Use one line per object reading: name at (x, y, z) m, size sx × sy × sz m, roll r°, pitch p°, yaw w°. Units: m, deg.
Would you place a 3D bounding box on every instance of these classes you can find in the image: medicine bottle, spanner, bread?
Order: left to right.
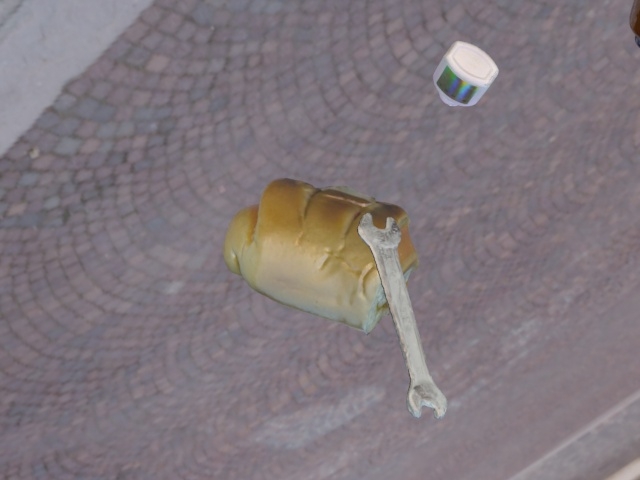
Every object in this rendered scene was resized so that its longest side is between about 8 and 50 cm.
bread at (0.000, 0.000, 1.713) m, size 0.300 × 0.341 × 0.210 m, roll -22°, pitch 127°, yaw -64°
spanner at (0.110, 0.098, 1.311) m, size 0.071 × 0.302 × 0.017 m, roll -1°, pitch 156°, yaw -30°
medicine bottle at (0.305, -0.350, 2.086) m, size 0.078 × 0.115 × 0.219 m, roll -56°, pitch 178°, yaw -8°

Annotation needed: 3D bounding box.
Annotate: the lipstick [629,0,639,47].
lipstick at (0.416, -0.373, 1.096) m, size 0.077 × 0.077 × 0.418 m, roll -27°, pitch 149°, yaw -10°
